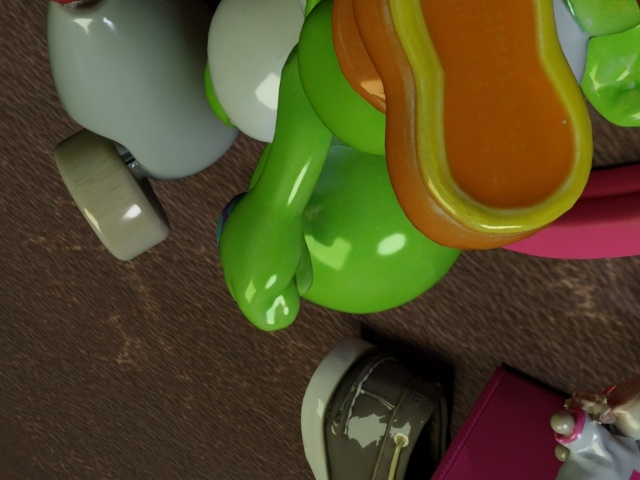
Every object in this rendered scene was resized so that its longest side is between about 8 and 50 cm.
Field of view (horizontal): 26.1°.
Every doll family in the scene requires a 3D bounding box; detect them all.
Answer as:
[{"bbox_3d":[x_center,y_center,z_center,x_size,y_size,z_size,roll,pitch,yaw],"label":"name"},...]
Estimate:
[{"bbox_3d":[0.221,0.171,0.830,0.263,0.163,0.118,31,166,-13],"label":"doll family"}]

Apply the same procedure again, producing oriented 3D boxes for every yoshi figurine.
[{"bbox_3d":[0.046,-0.047,0.580,0.203,0.203,0.362,19,175,-17],"label":"yoshi figurine"}]

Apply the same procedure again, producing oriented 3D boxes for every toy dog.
[{"bbox_3d":[-0.126,-0.147,0.759,0.161,0.220,0.334,54,158,39],"label":"toy dog"}]

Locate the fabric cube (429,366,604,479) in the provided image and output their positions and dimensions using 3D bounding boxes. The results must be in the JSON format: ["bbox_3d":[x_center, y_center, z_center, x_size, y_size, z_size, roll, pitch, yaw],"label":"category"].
[{"bbox_3d":[0.181,0.296,0.992,0.258,0.254,0.259,25,149,19],"label":"fabric cube"}]

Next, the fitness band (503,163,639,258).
[{"bbox_3d":[0.125,-0.084,0.699,0.291,0.054,0.209,-11,125,52],"label":"fitness band"}]

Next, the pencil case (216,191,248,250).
[{"bbox_3d":[0.000,0.000,0.935,0.151,0.064,0.070,3,113,45],"label":"pencil case"}]

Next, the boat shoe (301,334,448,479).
[{"bbox_3d":[0.062,0.210,1.137,0.096,0.116,0.324,22,143,28],"label":"boat shoe"}]
